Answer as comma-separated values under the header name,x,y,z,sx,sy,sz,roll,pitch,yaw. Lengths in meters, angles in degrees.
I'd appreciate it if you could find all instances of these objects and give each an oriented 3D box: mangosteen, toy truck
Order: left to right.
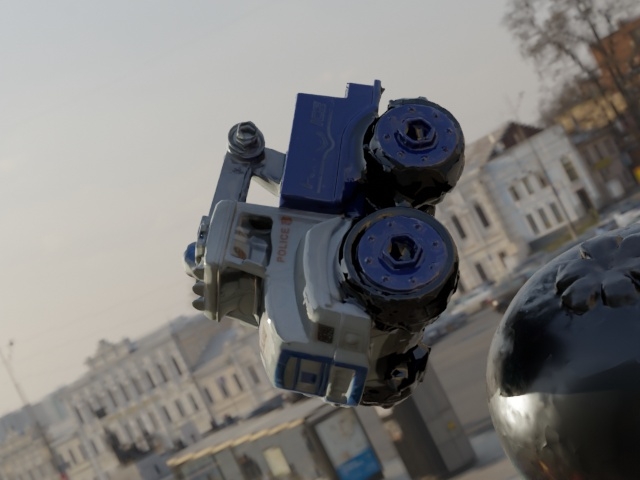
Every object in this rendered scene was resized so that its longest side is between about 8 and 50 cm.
name,x,y,z,sx,sy,sz,roll,pitch,yaw
toy truck,0.000,0.000,0.690,0.176,0.213,0.161,9,-34,-1
mangosteen,0.221,0.102,0.670,0.242,0.243,0.243,-26,-3,-1
